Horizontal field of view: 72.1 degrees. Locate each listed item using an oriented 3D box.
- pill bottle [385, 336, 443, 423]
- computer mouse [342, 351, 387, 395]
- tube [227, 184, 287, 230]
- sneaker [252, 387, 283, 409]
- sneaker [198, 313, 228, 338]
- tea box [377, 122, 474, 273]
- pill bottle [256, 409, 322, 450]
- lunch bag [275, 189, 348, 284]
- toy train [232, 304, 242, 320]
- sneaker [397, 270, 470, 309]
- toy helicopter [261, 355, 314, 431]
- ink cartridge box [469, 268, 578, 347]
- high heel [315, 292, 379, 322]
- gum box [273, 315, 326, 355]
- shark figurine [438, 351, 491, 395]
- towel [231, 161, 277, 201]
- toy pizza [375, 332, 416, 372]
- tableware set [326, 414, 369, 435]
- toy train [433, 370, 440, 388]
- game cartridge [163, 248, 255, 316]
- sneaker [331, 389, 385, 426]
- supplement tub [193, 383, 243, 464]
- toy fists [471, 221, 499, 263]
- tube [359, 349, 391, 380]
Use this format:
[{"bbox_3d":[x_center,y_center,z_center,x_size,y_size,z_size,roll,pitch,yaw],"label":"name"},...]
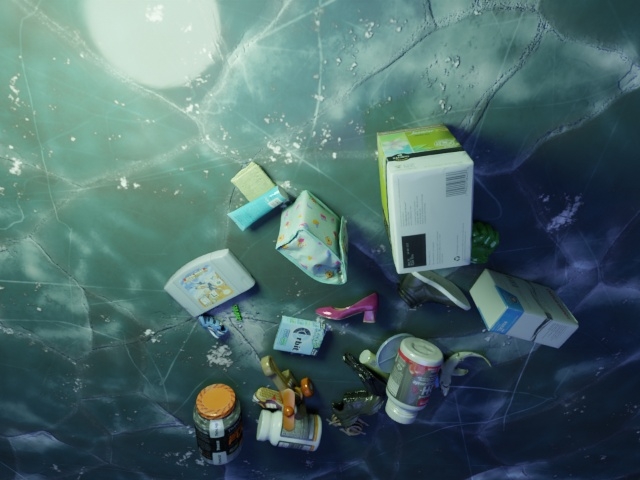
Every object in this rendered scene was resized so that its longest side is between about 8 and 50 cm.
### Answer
[{"bbox_3d":[0.370,0.575,1.791,0.176,0.176,0.318,11,107,-10],"label":"pill bottle"},{"bbox_3d":[0.201,0.592,1.874,0.072,0.188,0.272,-50,126,-4],"label":"computer mouse"},{"bbox_3d":[-0.203,-0.106,1.437,0.207,0.052,0.080,-30,114,20],"label":"tube"},{"bbox_3d":[-0.217,0.730,1.998,0.185,0.069,0.084,29,126,-13],"label":"sneaker"},{"bbox_3d":[-0.425,0.329,1.735,0.059,0.053,0.144,-27,128,15],"label":"sneaker"},{"bbox_3d":[0.301,-0.133,1.313,0.220,0.323,0.329,-8,123,3],"label":"tea box"},{"bbox_3d":[-0.145,0.871,2.030,0.278,0.162,0.162,14,121,-11],"label":"pill bottle"},{"bbox_3d":[0.000,0.000,1.442,0.262,0.223,0.160,37,121,-23],"label":"lunch bag"},{"bbox_3d":[-0.329,0.287,1.732,0.023,0.017,0.083,-3,123,10],"label":"toy train"},{"bbox_3d":[0.422,0.212,1.677,0.295,0.104,0.147,30,119,-13],"label":"sneaker"},{"bbox_3d":[-0.152,0.621,1.825,0.140,0.235,0.355,-22,121,12],"label":"toy helicopter"},{"bbox_3d":[0.751,0.252,1.641,0.307,0.223,0.129,16,121,-13],"label":"ink cartridge box"},{"bbox_3d":[0.105,0.251,1.712,0.244,0.082,0.117,5,91,10],"label":"high heel"},{"bbox_3d":[-0.085,0.393,1.797,0.184,0.041,0.157,12,121,-12],"label":"gum box"},{"bbox_3d":[0.592,0.538,1.909,0.278,0.166,0.116,-25,153,-16],"label":"shark figurine"},{"bbox_3d":[-0.207,-0.177,1.435,0.110,0.027,0.148,-34,118,17],"label":"towel"},{"bbox_3d":[0.321,0.472,1.854,0.201,0.032,0.201,-8,116,-18],"label":"toy pizza"},{"bbox_3d":[0.131,0.898,2.133,0.128,0.039,0.194,-38,117,19],"label":"tableware set"},{"bbox_3d":[0.469,0.575,1.924,0.105,0.080,0.184,-27,118,3],"label":"toy train"},{"bbox_3d":[-0.418,0.156,1.624,0.297,0.062,0.198,-28,124,15],"label":"game cartridge"},{"bbox_3d":[0.172,0.737,1.999,0.286,0.109,0.130,-38,104,14],"label":"sneaker"},{"bbox_3d":[-0.452,0.812,1.949,0.207,0.207,0.338,1,123,-4],"label":"supplement tub"},{"bbox_3d":[0.490,0.006,1.547,0.279,0.096,0.142,2,122,-3],"label":"toy fists"},{"bbox_3d":[0.269,0.554,1.914,0.240,0.070,0.062,37,69,-27],"label":"tube"}]
